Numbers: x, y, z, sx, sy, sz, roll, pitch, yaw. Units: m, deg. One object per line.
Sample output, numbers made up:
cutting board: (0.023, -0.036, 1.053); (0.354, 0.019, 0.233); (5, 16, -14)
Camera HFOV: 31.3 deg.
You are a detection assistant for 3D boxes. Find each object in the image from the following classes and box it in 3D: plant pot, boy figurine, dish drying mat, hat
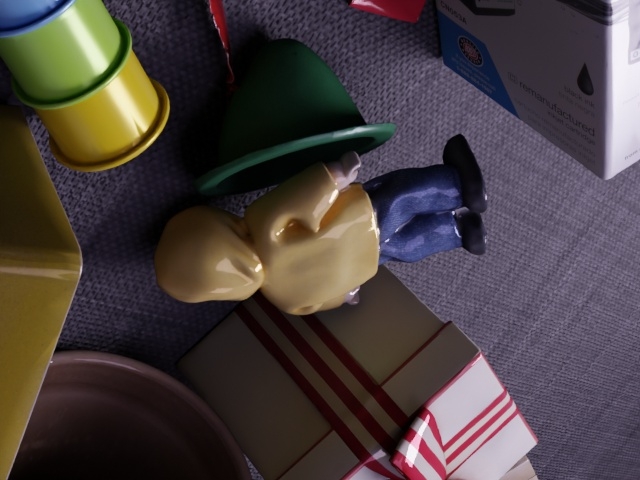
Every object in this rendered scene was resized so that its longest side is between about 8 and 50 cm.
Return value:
plant pot: (-0.295, 0.032, 0.739); (0.187, 0.212, 0.212); (8, 119, -31)
boy figurine: (0.000, 0.000, 0.986); (0.285, 0.092, 0.177); (-14, 138, -3)
dish drying mat: (0.059, -0.209, 0.984); (0.083, 0.008, 0.032); (4, 120, -43)
plant pot: (-0.221, 0.263, 0.993); (0.263, 0.263, 0.229); (-2, 143, -41)
hat: (-0.043, -0.150, 0.933); (0.173, 0.183, 0.208); (-15, 176, -22)

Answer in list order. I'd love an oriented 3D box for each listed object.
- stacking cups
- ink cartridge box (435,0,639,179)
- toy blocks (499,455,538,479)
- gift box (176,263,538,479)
stacking cups: (-0.191, -0.179, 0.715); (0.096, 0.096, 0.316); (-36, 141, -12)
ink cartridge box: (0.196, -0.236, 0.910); (0.129, 0.223, 0.307); (-32, 140, -15)
toy blocks: (0.163, 0.371, 1.492); (0.261, 0.190, 0.381); (-31, 142, 0)
gift box: (0.038, 0.188, 1.122); (0.276, 0.258, 0.255); (-46, 142, 0)
